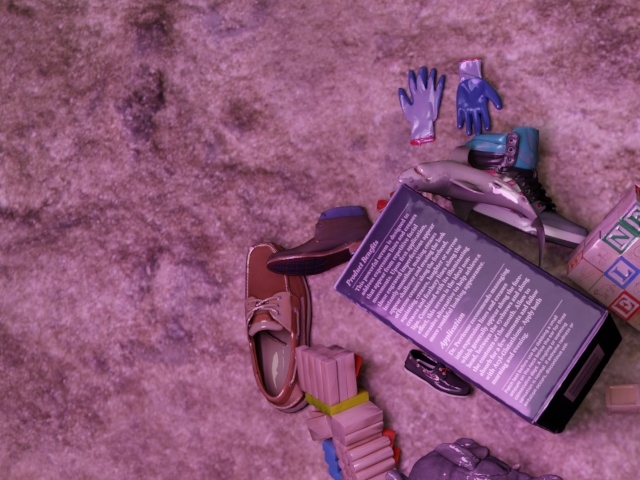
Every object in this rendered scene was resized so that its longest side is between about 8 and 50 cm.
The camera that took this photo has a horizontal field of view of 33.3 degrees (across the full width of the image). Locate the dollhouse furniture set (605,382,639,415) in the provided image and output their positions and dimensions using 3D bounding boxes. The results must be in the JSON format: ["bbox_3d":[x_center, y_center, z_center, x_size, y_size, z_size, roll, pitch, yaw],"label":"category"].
[{"bbox_3d":[0.569,0.226,1.771,0.181,0.101,0.161,-6,51,19],"label":"dollhouse furniture set"}]

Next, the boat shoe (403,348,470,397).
[{"bbox_3d":[0.209,0.237,1.900,0.133,0.049,0.042,27,119,26],"label":"boat shoe"}]

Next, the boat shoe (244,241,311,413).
[{"bbox_3d":[-0.082,0.156,1.991,0.122,0.120,0.324,-17,72,16],"label":"boat shoe"}]

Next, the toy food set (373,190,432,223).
[{"bbox_3d":[0.157,-0.066,2.013,0.122,0.019,0.078,-11,73,26],"label":"toy food set"}]

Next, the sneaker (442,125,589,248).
[{"bbox_3d":[0.365,-0.108,1.895,0.295,0.124,0.178,26,97,25],"label":"sneaker"}]

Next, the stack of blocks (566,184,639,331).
[{"bbox_3d":[0.559,-0.011,1.722,0.171,0.087,0.297,37,117,-2],"label":"stack of blocks"}]

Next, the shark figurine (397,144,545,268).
[{"bbox_3d":[0.279,-0.061,1.834,0.278,0.166,0.116,27,129,15],"label":"shark figurine"}]

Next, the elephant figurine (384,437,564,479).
[{"bbox_3d":[0.246,0.390,1.734,0.186,0.239,0.169,-36,85,-14],"label":"elephant figurine"}]

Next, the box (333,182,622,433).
[{"bbox_3d":[0.268,0.120,1.777,0.395,0.293,0.212,34,90,24],"label":"box"}]

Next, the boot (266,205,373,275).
[{"bbox_3d":[0.000,0.000,2.007,0.219,0.082,0.106,-7,61,-9],"label":"boot"}]

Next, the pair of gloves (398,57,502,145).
[{"bbox_3d":[0.245,-0.264,2.026,0.198,0.023,0.159,-7,77,20],"label":"pair of gloves"}]

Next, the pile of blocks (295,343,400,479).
[{"bbox_3d":[0.067,0.346,1.908,0.112,0.149,0.362,-16,86,-30],"label":"pile of blocks"}]
